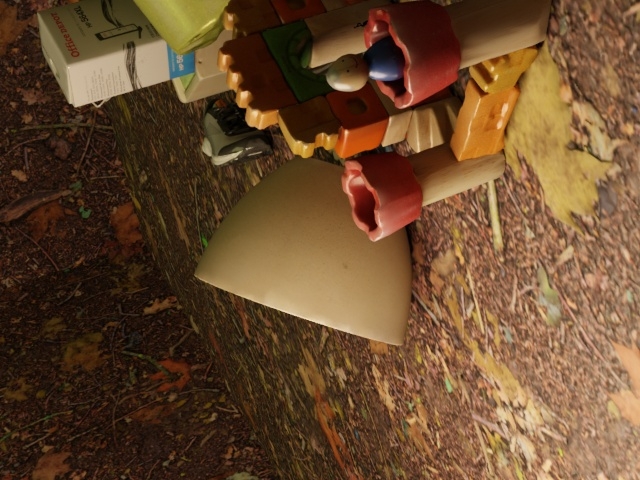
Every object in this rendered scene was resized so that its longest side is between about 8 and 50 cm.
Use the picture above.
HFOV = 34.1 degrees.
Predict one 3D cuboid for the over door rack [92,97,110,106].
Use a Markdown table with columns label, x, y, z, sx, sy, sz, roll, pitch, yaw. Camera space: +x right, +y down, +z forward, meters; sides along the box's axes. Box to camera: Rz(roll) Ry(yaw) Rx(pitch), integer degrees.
| label | x | y | z | sx | sy | sz | roll | pitch | yaw |
| --- | --- | --- | --- | --- | --- | --- | --- | --- | --- |
| over door rack | -0.342 | -0.399 | 1.817 | 0.108 | 0.324 | 0.239 | 30 | -174 | -11 |

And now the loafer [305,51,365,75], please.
| label | x | y | z | sx | sy | sz | roll | pitch | yaw |
| --- | --- | --- | --- | --- | --- | --- | --- | --- | --- |
| loafer | 0.005 | -0.237 | 1.322 | 0.087 | 0.094 | 0.251 | 77 | 172 | -65 |

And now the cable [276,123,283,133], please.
| label | x | y | z | sx | sy | sz | roll | pitch | yaw |
| --- | --- | --- | --- | --- | --- | --- | --- | --- | --- |
| cable | -0.043 | -0.223 | 1.568 | 0.151 | 0.047 | 0.184 | 57 | 158 | 24 |

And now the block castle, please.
| label | x | y | z | sx | sy | sz | roll | pitch | yaw |
| --- | --- | --- | --- | --- | --- | --- | --- | --- | --- |
| block castle | 0.010 | -0.252 | 1.036 | 0.303 | 0.212 | 0.453 | 97 | 148 | -59 |

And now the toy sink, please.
| label | x | y | z | sx | sy | sz | roll | pitch | yaw |
| --- | --- | --- | --- | --- | --- | --- | --- | --- | --- |
| toy sink | -0.195 | -0.329 | 1.763 | 0.234 | 0.131 | 0.153 | 163 | 87 | -74 |

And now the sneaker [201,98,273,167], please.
| label | x | y | z | sx | sy | sz | roll | pitch | yaw |
| --- | --- | --- | --- | --- | --- | --- | --- | --- | --- |
| sneaker | -0.164 | -0.197 | 1.888 | 0.271 | 0.100 | 0.108 | -147 | 45 | -65 |

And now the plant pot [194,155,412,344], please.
| label | x | y | z | sx | sy | sz | roll | pitch | yaw |
| --- | --- | --- | --- | --- | --- | --- | --- | --- | --- |
| plant pot | 0.000 | 0.000 | 1.352 | 0.284 | 0.284 | 0.191 | 16 | 88 | 71 |

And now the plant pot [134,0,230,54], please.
| label | x | y | z | sx | sy | sz | roll | pitch | yaw |
| --- | --- | --- | --- | --- | --- | --- | --- | --- | --- |
| plant pot | -0.192 | -0.416 | 1.485 | 0.254 | 0.276 | 0.276 | 59 | 165 | -4 |

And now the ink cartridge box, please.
| label | x | y | z | sx | sy | sz | roll | pitch | yaw |
| --- | --- | --- | --- | --- | --- | --- | --- | --- | --- |
| ink cartridge box | -0.316 | -0.306 | 1.614 | 0.148 | 0.203 | 0.086 | 55 | 155 | 34 |
